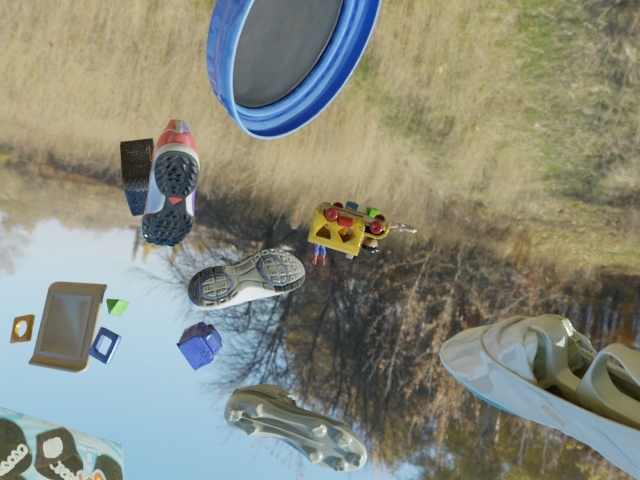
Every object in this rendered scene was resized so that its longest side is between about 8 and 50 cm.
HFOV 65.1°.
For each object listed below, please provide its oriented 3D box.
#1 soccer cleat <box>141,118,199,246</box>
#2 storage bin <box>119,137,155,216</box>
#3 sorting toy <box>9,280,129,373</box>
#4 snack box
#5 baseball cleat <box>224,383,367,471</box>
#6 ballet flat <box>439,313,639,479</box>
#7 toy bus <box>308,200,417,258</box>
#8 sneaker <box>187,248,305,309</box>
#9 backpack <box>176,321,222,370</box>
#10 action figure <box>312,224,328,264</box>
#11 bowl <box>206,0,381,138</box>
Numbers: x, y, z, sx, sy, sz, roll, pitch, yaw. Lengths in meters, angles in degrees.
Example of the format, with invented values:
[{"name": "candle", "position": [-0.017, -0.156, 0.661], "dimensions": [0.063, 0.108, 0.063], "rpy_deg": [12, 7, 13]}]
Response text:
[{"name": "soccer cleat", "position": [-0.313, -0.107, 1.052], "dimensions": [0.109, 0.116, 0.318], "rpy_deg": [5, 142, -20]}, {"name": "storage bin", "position": [-0.453, -0.162, 1.276], "dimensions": [0.084, 0.180, 0.122], "rpy_deg": [-9, 141, -13]}, {"name": "sorting toy", "position": [-0.557, 0.191, 1.123], "dimensions": [0.348, 0.196, 0.047], "rpy_deg": [1, 162, 26]}, {"name": "snack box", "position": [-0.433, 0.390, 0.792], "dimensions": [0.060, 0.187, 0.322], "rpy_deg": [-27, 142, 5]}, {"name": "baseball cleat", "position": [-0.030, 0.252, 0.711], "dimensions": [0.206, 0.072, 0.109], "rpy_deg": [22, -170, 2]}, {"name": "ballet flat", "position": [0.299, 0.158, 0.572], "dimensions": [0.139, 0.139, 0.400], "rpy_deg": [13, -172, -34]}, {"name": "toy bus", "position": [0.072, -0.015, 1.108], "dimensions": [0.191, 0.104, 0.202], "rpy_deg": [4, -161, -36]}, {"name": "sneaker", "position": [-0.177, 0.096, 1.181], "dimensions": [0.297, 0.111, 0.129], "rpy_deg": [-8, 165, -29]}, {"name": "backpack", "position": [-0.316, 0.274, 1.341], "dimensions": [0.101, 0.098, 0.120], "rpy_deg": [-24, -165, -5]}, {"name": "action figure", "position": [0.000, 0.000, 1.209], "dimensions": [0.038, 0.115, 0.030], "rpy_deg": [5, -159, -3]}, {"name": "bowl", "position": [-0.039, -0.365, 0.879], "dimensions": [0.077, 0.391, 0.391], "rpy_deg": [39, -173, 18]}]
